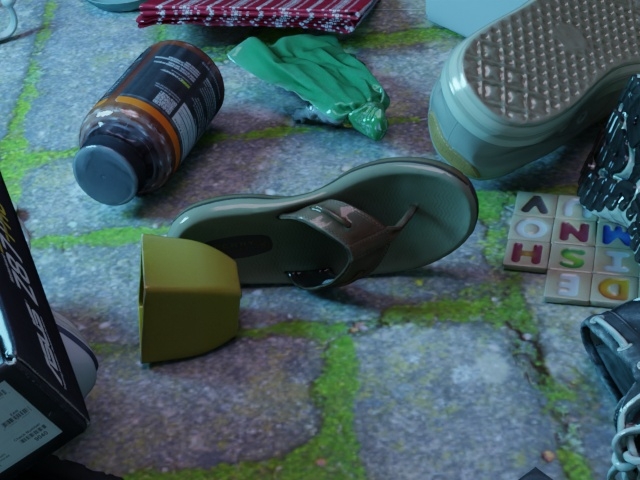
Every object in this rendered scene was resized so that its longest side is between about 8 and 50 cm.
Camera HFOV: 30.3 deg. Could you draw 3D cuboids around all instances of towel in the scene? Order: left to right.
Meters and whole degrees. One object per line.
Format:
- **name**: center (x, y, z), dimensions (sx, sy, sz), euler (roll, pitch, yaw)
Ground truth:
- **towel**: center (-0.072, -0.290, 1.463), dimensions (0.275, 0.031, 0.199), euler (3, 21, 10)

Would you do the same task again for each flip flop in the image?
- **flip flop**: center (0.000, 0.000, 1.021), dimensions (0.277, 0.112, 0.080), euler (-7, 31, 5)

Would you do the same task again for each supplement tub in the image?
- **supplement tub**: center (-0.179, -0.118, 1.209), dimensions (0.106, 0.106, 0.198), euler (8, 38, 17)

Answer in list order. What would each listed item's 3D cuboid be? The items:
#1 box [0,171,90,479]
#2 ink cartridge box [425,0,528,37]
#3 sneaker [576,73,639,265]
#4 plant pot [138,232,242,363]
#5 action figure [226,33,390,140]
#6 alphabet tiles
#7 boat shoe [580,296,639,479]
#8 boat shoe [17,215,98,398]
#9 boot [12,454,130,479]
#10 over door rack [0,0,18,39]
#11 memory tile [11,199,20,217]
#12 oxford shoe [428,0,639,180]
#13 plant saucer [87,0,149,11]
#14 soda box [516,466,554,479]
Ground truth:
- **box**: center (-0.374, 0.107, 0.804), dimensions (0.395, 0.097, 0.318), euler (-34, 43, 1)
- **ink cartridge box**: center (0.294, -0.333, 1.432), dimensions (0.278, 0.117, 0.201), euler (-28, 42, -28)
- **sneaker**: center (0.329, -0.041, 1.034), dimensions (0.147, 0.130, 0.330), euler (18, 26, -12)
- **plant pot**: center (-0.111, 0.049, 1.000), dimensions (0.083, 0.081, 0.081), euler (1, 35, -12)
- **action figure**: center (0.008, -0.165, 1.285), dimensions (0.137, 0.063, 0.232), euler (-19, 34, -21)
- **alphabet tiles**: center (0.291, -0.001, 1.073), dimensions (0.237, 0.009, 0.198), euler (6, 38, 14)
- **boat shoe**: center (0.247, 0.134, 0.810), dimensions (0.105, 0.113, 0.306), euler (-11, 33, 3)
- **boat shoe**: center (-0.303, 0.026, 1.000), dimensions (0.367, 0.136, 0.156), euler (13, 53, 34)
- **boot**: center (-0.245, 0.223, 0.759), dimensions (0.246, 0.094, 0.207), euler (13, 36, 13)
- **over door rack**: center (-0.574, -0.327, 1.478), dimensions (0.324, 0.108, 0.239), euler (-8, 31, -36)
- **memory tile**: center (-0.341, 0.011, 1.131), dimensions (0.113, 0.012, 0.148), euler (-11, 36, -9)
- **oxford shoe**: center (0.266, -0.187, 1.229), dimensions (0.449, 0.130, 0.169), euler (-29, 75, -36)
- **plant saucer**: center (-0.261, -0.334, 1.584), dimensions (0.119, 0.021, 0.119), euler (-4, 37, 3)
- **soda box**: center (0.178, 0.219, 0.748), dimensions (0.060, 0.053, 0.169), euler (-29, 42, -29)
